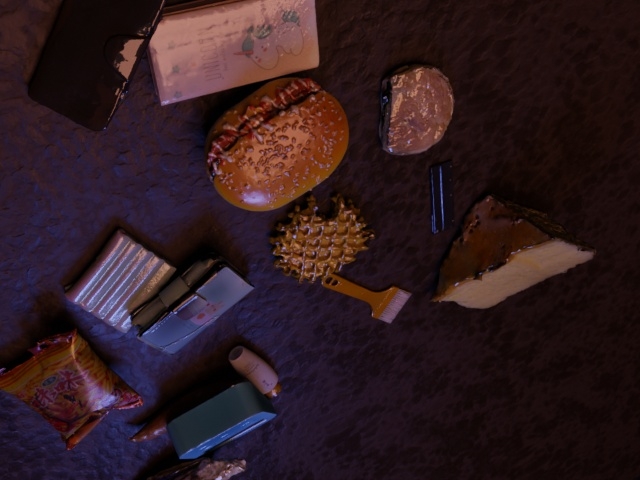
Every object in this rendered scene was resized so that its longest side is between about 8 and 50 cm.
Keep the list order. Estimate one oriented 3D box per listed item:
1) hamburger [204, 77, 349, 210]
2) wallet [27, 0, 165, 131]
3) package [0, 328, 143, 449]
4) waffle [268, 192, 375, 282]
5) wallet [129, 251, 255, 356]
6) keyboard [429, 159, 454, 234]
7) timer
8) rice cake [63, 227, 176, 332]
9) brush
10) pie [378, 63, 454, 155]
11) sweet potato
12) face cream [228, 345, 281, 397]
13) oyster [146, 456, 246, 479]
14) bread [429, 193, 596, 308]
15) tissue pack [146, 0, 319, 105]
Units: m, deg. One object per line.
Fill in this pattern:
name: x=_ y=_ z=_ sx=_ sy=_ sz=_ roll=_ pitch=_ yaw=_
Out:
hamburger: x=-0.088 y=-0.188 z=1.633 sx=0.295 sy=0.151 sz=0.227 roll=-37 pitch=110 yaw=-4
wallet: x=-0.388 y=-0.353 z=1.439 sx=0.165 sy=0.042 sz=0.309 roll=29 pitch=107 yaw=-4
package: x=-0.556 y=0.318 z=1.800 sx=0.223 sy=0.108 sz=0.288 roll=-31 pitch=122 yaw=2
waffle: x=0.000 y=0.000 z=1.893 sx=0.231 sy=0.051 sz=0.229 roll=-43 pitch=132 yaw=6
wallet: x=-0.280 y=0.143 z=1.817 sx=0.250 sy=0.075 sz=0.176 roll=-39 pitch=148 yaw=1
keyboard: x=0.295 y=-0.102 z=1.992 sx=0.064 sy=0.010 sz=0.198 roll=-19 pitch=127 yaw=-15
timer: x=-0.227 y=0.459 z=2.009 sx=0.232 sy=0.091 sz=0.250 roll=-30 pitch=153 yaw=-1
rice cake: x=-0.424 y=0.089 z=1.752 sx=0.198 sy=0.037 sz=0.189 roll=-44 pitch=129 yaw=6
brush: x=0.108 y=0.133 z=2.055 sx=0.272 sy=0.013 sz=0.103 roll=24 pitch=108 yaw=-35
pie: x=0.215 y=-0.284 z=1.807 sx=0.185 sy=0.052 sz=0.218 roll=-8 pitch=122 yaw=-19
sweet potato: x=-0.322 y=0.401 z=1.993 sx=0.314 sy=0.072 sz=0.066 roll=-24 pitch=170 yaw=-5
face cream: x=-0.159 y=0.324 z=2.025 sx=0.072 sy=0.051 sz=0.182 roll=-43 pitch=130 yaw=-7
oyster: x=-0.339 y=0.638 z=2.101 sx=0.275 sy=0.100 sz=0.271 roll=-6 pitch=146 yaw=-22
bread: x=0.478 y=0.072 z=2.040 sx=0.248 sy=0.279 sz=0.315 roll=11 pitch=103 yaw=-39
tissue pack: x=-0.164 y=-0.376 z=1.550 sx=0.326 sy=0.071 sz=0.170 roll=-17 pitch=127 yaw=-14
